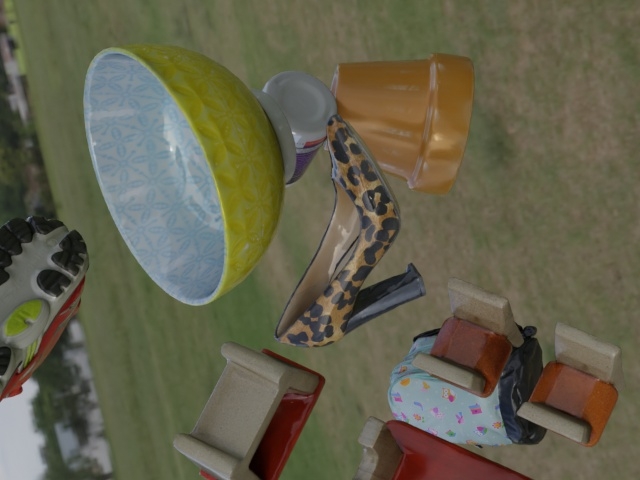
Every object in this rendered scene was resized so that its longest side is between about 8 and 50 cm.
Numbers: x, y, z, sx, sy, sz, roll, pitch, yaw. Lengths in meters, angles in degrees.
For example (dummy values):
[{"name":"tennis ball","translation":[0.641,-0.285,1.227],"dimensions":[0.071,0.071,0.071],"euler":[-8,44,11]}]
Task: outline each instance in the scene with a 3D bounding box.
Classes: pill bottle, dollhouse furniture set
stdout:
[{"name":"pill bottle","translation":[-0.057,-0.139,1.546],"dimensions":[0.193,0.108,0.108],"euler":[-55,50,55]},{"name":"dollhouse furniture set","translation":[0.047,0.161,0.734],"dimensions":[0.259,0.262,0.135],"euler":[22,168,24]}]

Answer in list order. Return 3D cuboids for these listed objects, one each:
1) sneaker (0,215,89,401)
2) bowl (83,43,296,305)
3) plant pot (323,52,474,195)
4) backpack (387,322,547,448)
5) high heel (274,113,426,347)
[{"name":"sneaker","translation":[-0.275,0.106,0.897],"dimensions":[0.107,0.279,0.118],"euler":[28,142,14]},{"name":"bowl","translation":[-0.121,-0.091,1.215],"dimensions":[0.289,0.156,0.289],"euler":[37,139,40]},{"name":"plant pot","translation":[0.106,-0.180,1.611],"dimensions":[0.205,0.188,0.205],"euler":[-171,90,-86]},{"name":"backpack","translation":[0.173,0.174,1.326],"dimensions":[0.182,0.115,0.152],"euler":[3,118,31]},{"name":"high heel","translation":[0.000,0.000,1.264],"dimensions":[0.093,0.186,0.261],"euler":[-123,10,-63]}]
